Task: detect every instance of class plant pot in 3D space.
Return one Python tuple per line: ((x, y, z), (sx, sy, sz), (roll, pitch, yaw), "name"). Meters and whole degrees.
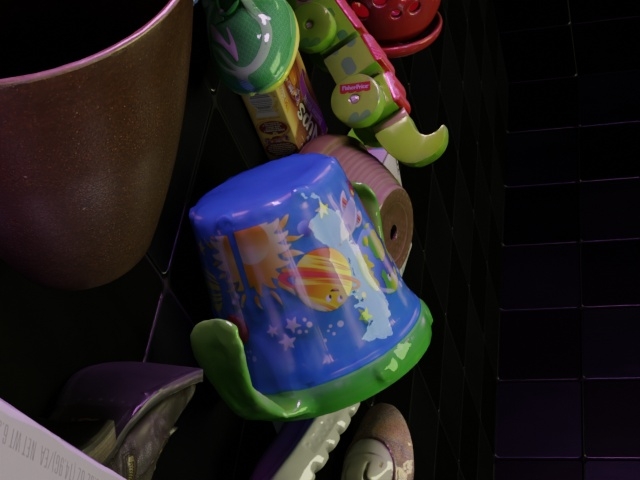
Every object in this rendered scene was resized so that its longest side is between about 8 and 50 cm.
((-0.179, -0.079, 0.680), (0.230, 0.215, 0.215), (89, 10, -47), "plant pot")
((0.046, -0.016, 1.340), (0.237, 0.109, 0.237), (-24, 118, -56), "plant pot")
((0.099, -0.388, 1.615), (0.191, 0.191, 0.174), (-72, 161, -49), "plant pot")

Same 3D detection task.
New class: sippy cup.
((-0.025, 0.036, 1.103), (0.305, 0.240, 0.224), (-118, -174, -71), "sippy cup")

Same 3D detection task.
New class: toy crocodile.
((0.046, -0.232, 1.368), (0.341, 0.105, 0.115), (60, 11, 22), "toy crocodile")

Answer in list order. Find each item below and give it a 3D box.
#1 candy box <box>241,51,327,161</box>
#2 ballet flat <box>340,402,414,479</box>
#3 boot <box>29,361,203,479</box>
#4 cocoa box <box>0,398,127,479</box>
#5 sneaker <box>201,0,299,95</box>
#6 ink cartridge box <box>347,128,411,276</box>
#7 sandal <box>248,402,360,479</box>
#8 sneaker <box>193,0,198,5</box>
((-0.046, -0.167, 1.320), (0.187, 0.053, 0.109), (66, 27, -45), "candy box")
((0.073, 0.387, 1.516), (0.106, 0.107, 0.316), (31, 55, -53), "ballet flat")
((-0.168, 0.231, 0.829), (0.263, 0.091, 0.229), (-35, 125, -65), "boot")
((-0.214, 0.189, 0.412), (0.347, 0.231, 0.228), (58, 33, -55), "cocoa box")
((-0.100, -0.295, 1.113), (0.123, 0.109, 0.296), (14, 65, -64), "sneaker")
((0.088, -0.070, 1.653), (0.255, 0.097, 0.189), (-62, 145, -57), "ink cartridge box")
((-0.014, 0.170, 1.258), (0.102, 0.169, 0.416), (41, 30, -7), "sandal")
((-0.150, -0.293, 1.019), (0.058, 0.052, 0.135), (-43, 127, -63), "sneaker")
